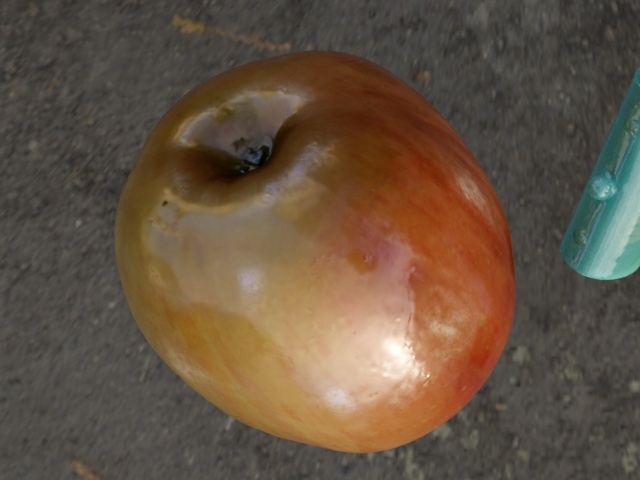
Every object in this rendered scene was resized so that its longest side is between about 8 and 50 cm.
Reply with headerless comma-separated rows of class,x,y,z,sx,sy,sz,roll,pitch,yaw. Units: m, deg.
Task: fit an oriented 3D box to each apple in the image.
apple,0.000,0.000,0.890,0.242,0.242,0.241,-21,145,16

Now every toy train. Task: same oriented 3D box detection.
toy train,0.299,-0.063,1.271,0.159,0.101,0.248,-16,140,-28
